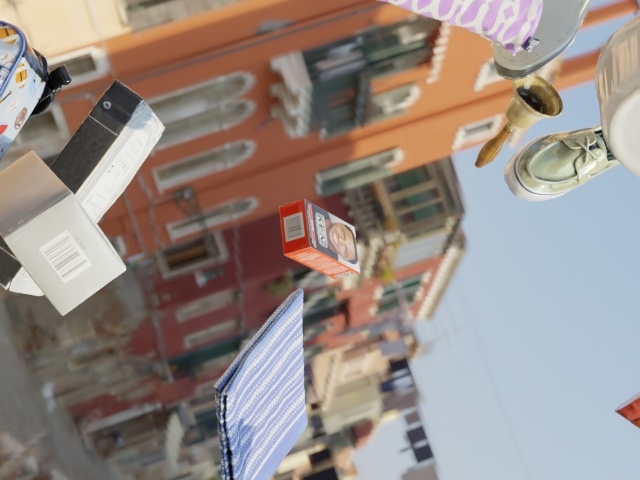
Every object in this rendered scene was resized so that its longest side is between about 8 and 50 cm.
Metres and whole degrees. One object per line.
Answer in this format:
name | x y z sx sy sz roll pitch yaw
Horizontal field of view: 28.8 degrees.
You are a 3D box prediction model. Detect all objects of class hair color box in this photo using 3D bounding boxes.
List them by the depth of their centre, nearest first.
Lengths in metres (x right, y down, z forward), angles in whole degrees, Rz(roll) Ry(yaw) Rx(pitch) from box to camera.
hair color box | 0.000 0.000 1.679 0.141 0.043 0.072 27 51 -58

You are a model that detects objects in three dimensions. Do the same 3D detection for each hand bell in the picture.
hand bell | 0.405 -0.240 2.709 0.242 0.126 0.126 -52 -129 43

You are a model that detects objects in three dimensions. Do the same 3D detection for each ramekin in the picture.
ramekin | 0.517 -0.189 1.756 0.273 0.272 0.127 80 22 -47

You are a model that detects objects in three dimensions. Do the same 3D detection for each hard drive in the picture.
hard drive | -0.366 -0.070 1.887 0.064 0.339 0.237 36 -5 4

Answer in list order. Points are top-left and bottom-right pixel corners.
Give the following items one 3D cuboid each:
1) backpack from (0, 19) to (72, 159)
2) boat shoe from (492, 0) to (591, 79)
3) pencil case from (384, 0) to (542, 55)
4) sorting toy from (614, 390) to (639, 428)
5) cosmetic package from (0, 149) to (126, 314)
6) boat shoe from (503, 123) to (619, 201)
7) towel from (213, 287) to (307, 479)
backpack | -0.484 -0.162 1.483 0.263 0.276 0.213 -67 167 -3
boat shoe | 0.353 -0.336 1.970 0.109 0.305 0.091 27 -38 15
pencil case | 0.145 -0.273 1.368 0.088 0.206 0.086 124 -17 -52
sorting toy | 0.565 0.241 1.796 0.126 0.127 0.365 58 -23 7
cosmetic package | -0.336 -0.015 1.531 0.127 0.107 0.238 58 -8 -28
boat shoe | 0.446 -0.153 2.130 0.109 0.302 0.094 64 -28 7
towel | -0.085 0.269 1.999 0.040 0.243 0.336 21 -42 21
